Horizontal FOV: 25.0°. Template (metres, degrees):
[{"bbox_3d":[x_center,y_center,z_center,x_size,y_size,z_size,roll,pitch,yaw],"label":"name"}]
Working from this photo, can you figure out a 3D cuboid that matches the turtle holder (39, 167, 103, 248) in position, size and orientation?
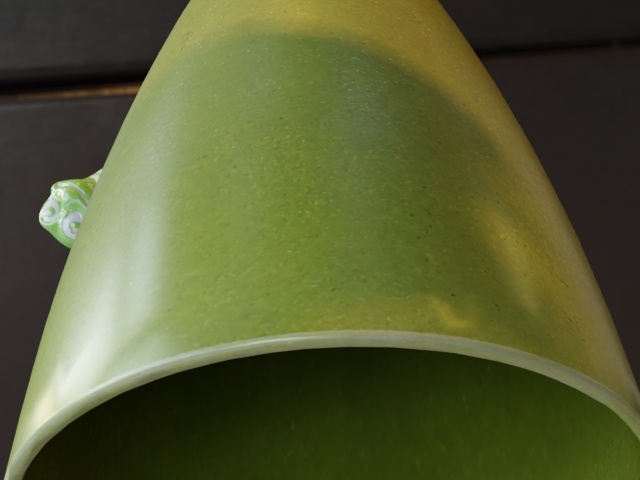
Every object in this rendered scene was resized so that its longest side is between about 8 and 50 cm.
[{"bbox_3d":[-0.136,0.062,1.542,0.227,0.320,0.243,-43,52,-10],"label":"turtle holder"}]

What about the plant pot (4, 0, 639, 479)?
[{"bbox_3d":[0.000,0.000,0.691,0.274,0.294,0.275,-2,-37,-1],"label":"plant pot"}]
